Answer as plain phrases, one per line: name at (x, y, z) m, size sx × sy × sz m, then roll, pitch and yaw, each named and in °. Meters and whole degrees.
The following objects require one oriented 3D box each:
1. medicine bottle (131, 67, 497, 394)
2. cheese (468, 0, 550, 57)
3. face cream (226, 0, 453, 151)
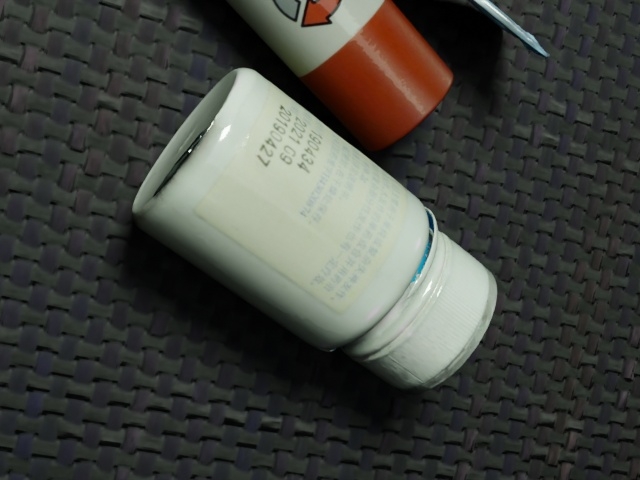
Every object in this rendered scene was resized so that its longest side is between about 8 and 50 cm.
medicine bottle at (0.000, 0.000, 0.694) m, size 0.258 × 0.143 × 0.143 m, roll 37°, pitch 79°, yaw -17°
cheese at (0.077, -0.227, 0.728) m, size 0.245 × 0.135 × 0.052 m, roll 33°, pitch 109°, yaw -22°
face cream at (0.001, -0.176, 0.713) m, size 0.214 × 0.096 × 0.096 m, roll 45°, pitch 77°, yaw -16°
